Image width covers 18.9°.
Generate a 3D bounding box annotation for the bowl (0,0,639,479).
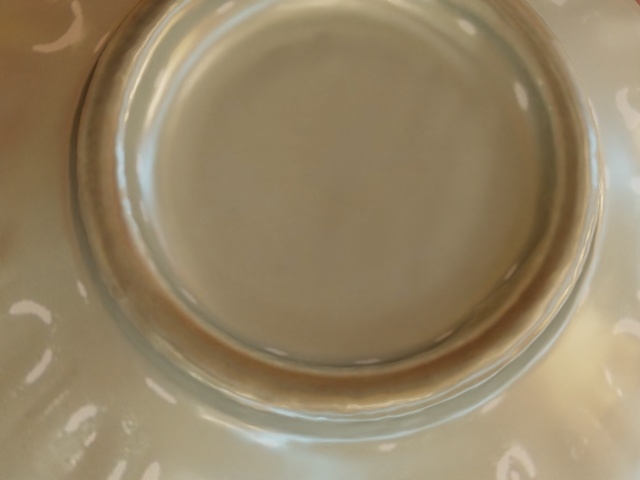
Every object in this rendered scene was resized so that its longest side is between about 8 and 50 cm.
[{"bbox_3d":[0.000,0.000,0.608,0.337,0.337,0.157,-44,171,-14],"label":"bowl"}]
